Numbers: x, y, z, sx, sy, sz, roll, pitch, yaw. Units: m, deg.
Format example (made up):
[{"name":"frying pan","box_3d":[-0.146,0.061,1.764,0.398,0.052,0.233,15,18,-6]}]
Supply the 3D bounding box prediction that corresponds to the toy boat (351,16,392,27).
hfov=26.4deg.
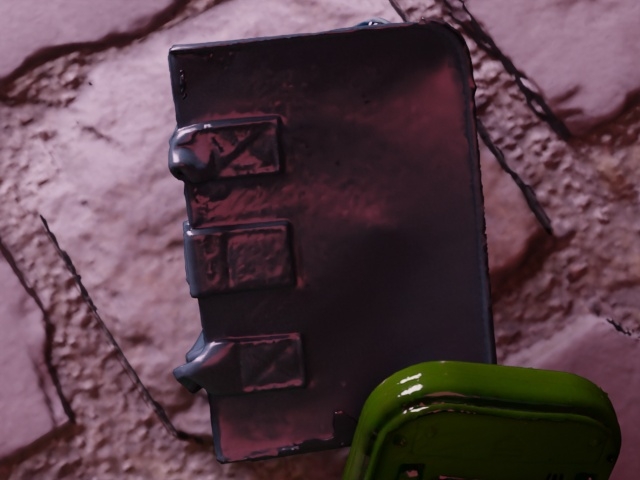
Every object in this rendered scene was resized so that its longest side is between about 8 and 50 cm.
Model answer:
[{"name":"toy boat","box_3d":[-0.001,-0.077,0.797,0.137,0.061,0.060,-41,83,-11]}]

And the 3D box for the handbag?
[{"name":"handbag","box_3d":[0.000,0.000,0.746,0.179,0.062,0.229,-8,98,-5]}]

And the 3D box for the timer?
[{"name":"timer","box_3d":[0.086,0.123,0.726,0.140,0.128,0.047,6,36,-10]}]
